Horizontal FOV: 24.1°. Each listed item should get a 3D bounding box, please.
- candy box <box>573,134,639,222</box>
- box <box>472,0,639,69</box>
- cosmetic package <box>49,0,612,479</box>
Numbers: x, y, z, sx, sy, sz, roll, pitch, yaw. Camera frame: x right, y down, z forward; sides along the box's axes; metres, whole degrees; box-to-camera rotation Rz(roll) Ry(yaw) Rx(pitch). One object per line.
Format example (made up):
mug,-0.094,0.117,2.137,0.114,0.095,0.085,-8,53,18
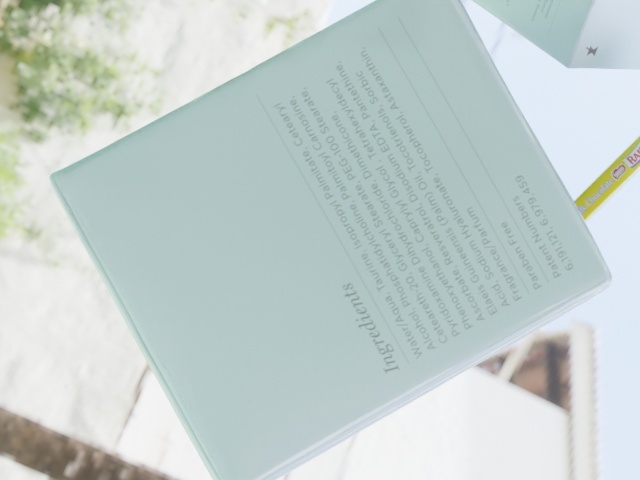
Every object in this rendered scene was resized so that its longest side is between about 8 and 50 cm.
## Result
candy box,0.307,-0.075,1.506,0.206,0.027,0.105,-47,171,21
box,0.252,-0.353,1.609,0.345,0.168,0.215,46,-52,42
cosmetic package,0.000,0.000,1.431,0.393,0.327,0.329,-29,180,-6
